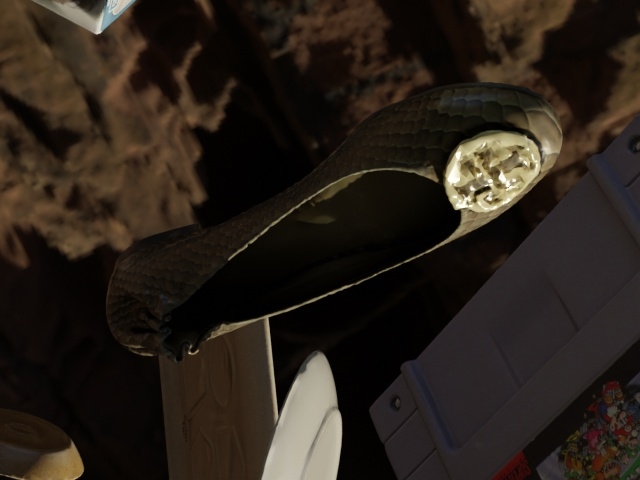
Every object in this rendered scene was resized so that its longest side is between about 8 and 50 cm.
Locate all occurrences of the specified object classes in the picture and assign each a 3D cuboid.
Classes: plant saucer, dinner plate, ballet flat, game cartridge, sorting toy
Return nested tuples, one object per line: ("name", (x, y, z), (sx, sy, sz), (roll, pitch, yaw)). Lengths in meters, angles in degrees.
("plant saucer", (-0.174, 0.114, 0.734), (0.083, 0.083, 0.015), (-62, 171, -83))
("dinner plate", (-0.010, 0.120, 0.574), (0.141, 0.017, 0.141), (12, 90, -78))
("ballet flat", (0.000, 0.000, 0.609), (0.084, 0.250, 0.058), (52, 25, -35))
("game cartridge", (0.178, 0.105, 0.869), (0.068, 0.355, 0.230), (12, 41, -34))
("sorting toy", (-0.086, 0.160, 1.141), (0.208, 0.038, 0.193), (-23, -109, 60))

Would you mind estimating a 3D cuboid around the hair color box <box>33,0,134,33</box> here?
("hair color box", (-0.282, -0.324, 0.984), (0.105, 0.347, 0.174), (-58, 173, -44))
